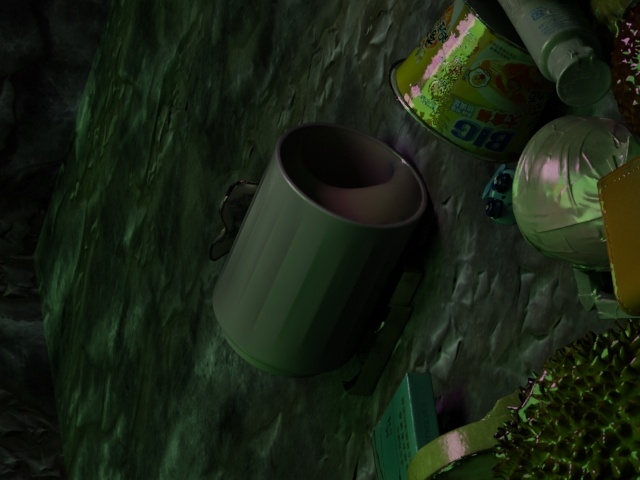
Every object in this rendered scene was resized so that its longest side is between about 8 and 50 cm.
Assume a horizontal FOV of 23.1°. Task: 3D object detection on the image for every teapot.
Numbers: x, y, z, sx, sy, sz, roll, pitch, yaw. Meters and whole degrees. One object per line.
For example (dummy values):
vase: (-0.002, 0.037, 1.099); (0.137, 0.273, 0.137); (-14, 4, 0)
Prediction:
teapot: (0.309, -0.019, 1.676); (0.178, 0.163, 0.222); (15, 98, 59)

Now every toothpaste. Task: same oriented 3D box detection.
toothpaste: (0.267, -0.263, 1.849); (0.299, 0.114, 0.073); (-105, 19, -52)

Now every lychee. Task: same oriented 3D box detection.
lychee: (0.374, -0.164, 1.535); (0.194, 0.194, 0.195); (-174, 90, -67)

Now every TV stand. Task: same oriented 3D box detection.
TV stand: (0.092, 0.134, 2.297); (0.042, 0.036, 0.249); (-109, 34, -46)

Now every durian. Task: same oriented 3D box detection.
durian: (0.300, 0.218, 1.534); (0.293, 0.258, 0.258); (103, 159, -47)

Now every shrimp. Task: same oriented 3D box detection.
shrimp: (0.360, -0.239, 1.753); (0.251, 0.052, 0.144); (-171, 80, -77)

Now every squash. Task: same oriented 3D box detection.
squash: (0.195, 0.253, 1.804); (0.220, 0.220, 0.133); (121, 143, -45)

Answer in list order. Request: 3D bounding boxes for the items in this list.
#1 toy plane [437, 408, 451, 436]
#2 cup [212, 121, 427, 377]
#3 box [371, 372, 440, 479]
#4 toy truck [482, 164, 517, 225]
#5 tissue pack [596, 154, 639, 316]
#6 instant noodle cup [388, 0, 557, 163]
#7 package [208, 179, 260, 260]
toy plane: (0.163, 0.270, 2.108); (0.078, 0.031, 0.083); (117, 155, -71)
cup: (0.000, 0.000, 2.338); (0.323, 0.236, 0.327); (-66, 0, -53)
box: (0.117, 0.299, 2.136); (0.229, 0.041, 0.162); (111, 156, -60)
toy truck: (0.236, -0.060, 1.996); (0.090, 0.056, 0.073); (-119, 44, -74)
tissue pack: (0.406, -0.027, 1.408); (0.274, 0.194, 0.145); (143, 129, -61)
instant noodle cup: (0.209, -0.215, 1.935); (0.153, 0.205, 0.205); (-56, 35, 30)
package: (-0.077, -0.063, 2.398); (0.040, 0.232, 0.166); (46, 150, 24)
